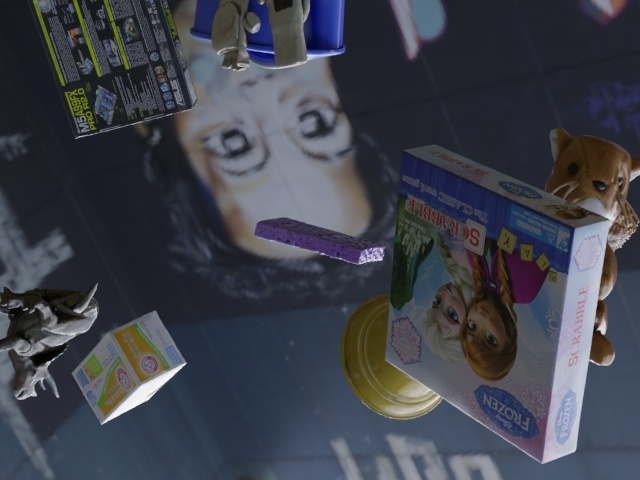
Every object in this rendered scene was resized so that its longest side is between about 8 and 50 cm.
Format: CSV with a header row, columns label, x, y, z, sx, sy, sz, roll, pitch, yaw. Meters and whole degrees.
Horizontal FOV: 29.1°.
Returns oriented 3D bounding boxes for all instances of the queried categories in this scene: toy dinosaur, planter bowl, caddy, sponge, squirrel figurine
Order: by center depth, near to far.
label,x,y,z,sx,sy,sz,roll,pitch,yaw
toy dinosaur,-0.412,0.117,1.872,0.160,0.121,0.313,8,139,-46
planter bowl,0.150,0.186,2.074,0.217,0.217,0.090,-37,-179,-29
sponge,0.000,0.000,2.210,0.210,0.031,0.117,16,-170,21
squirrel figurine,0.446,-0.021,2.243,0.281,0.370,0.397,17,-163,9
caddy,-0.103,-0.426,2.407,0.241,0.179,0.341,-9,-159,-41

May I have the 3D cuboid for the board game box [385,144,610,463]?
label,x,y,z,sx,sy,sz,roll,pitch,yaw
board game box,0.213,0.073,1.589,0.066,0.318,0.318,-13,-154,-33

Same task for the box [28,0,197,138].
label,x,y,z,sx,sy,sz,roll,pitch,yaw
box,-0.347,-0.326,2.062,0.216,0.270,0.060,-14,-161,8

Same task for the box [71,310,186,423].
label,x,y,z,sx,sy,sz,roll,pitch,yaw
box,-0.338,0.224,2.163,0.103,0.114,0.203,-25,168,-38

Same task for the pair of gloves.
label,x,y,z,sx,sy,sz,roll,pitch,yaw
pair of gloves,-0.115,-0.410,2.225,0.240,0.204,0.042,6,-175,44
